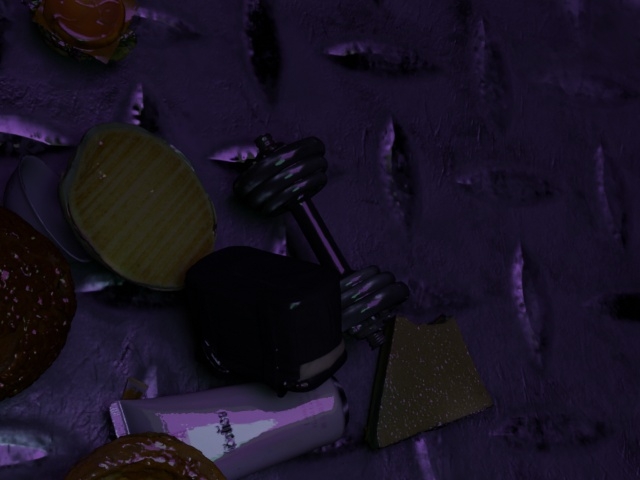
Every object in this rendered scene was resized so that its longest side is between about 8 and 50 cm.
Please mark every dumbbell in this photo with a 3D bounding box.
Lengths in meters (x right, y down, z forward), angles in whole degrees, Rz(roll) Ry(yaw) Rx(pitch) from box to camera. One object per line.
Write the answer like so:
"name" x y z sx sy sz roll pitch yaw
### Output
"dumbbell" 0.000 0.000 1.861 0.179 0.179 0.406 -25 83 -32

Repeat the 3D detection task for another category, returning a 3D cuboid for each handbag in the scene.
"handbag" -0.080 0.122 1.720 0.181 0.254 0.181 -34 128 -47

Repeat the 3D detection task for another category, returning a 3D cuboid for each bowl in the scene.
"bowl" -0.433 -0.031 1.696 0.086 0.189 0.189 -29 83 8

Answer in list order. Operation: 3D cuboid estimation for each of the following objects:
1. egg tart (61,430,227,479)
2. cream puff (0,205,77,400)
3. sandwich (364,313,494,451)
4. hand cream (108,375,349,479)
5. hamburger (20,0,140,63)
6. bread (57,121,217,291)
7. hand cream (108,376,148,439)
"egg tart" -0.261 0.413 1.576 0.294 0.123 0.294 1 87 -14
"cream puff" -0.491 0.096 1.526 0.303 0.212 0.303 -1 96 -11
"sandwich" 0.152 0.231 1.916 0.245 0.063 0.212 -13 73 -30
"hand cream" -0.134 0.295 1.721 0.359 0.118 0.185 -13 83 -23
"hamburger" -0.398 -0.368 1.864 0.189 0.093 0.164 38 60 -6
"bread" -0.286 -0.052 1.783 0.301 0.045 0.301 24 50 -33
"hand cream" -0.297 0.257 1.703 0.035 0.022 0.102 26 56 -6
